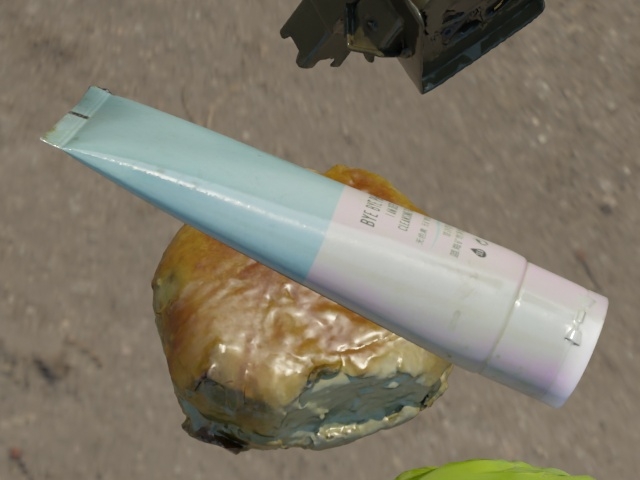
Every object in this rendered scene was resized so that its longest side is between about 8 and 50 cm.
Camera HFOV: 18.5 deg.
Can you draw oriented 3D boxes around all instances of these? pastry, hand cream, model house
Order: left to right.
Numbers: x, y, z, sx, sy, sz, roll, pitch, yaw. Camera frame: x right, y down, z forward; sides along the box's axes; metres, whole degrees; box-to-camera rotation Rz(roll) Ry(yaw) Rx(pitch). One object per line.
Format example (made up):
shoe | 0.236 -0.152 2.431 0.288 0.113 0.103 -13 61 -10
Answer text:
pastry | -0.013 0.050 1.348 0.218 0.229 0.100 31 147 21
hand cream | 0.000 0.000 1.065 0.312 0.111 0.070 24 112 1
model house | 0.031 -0.215 1.436 0.204 0.211 0.243 -10 151 -41

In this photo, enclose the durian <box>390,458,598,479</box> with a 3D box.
durian | 0.029 0.170 0.465 0.256 0.340 0.204 -48 135 3
